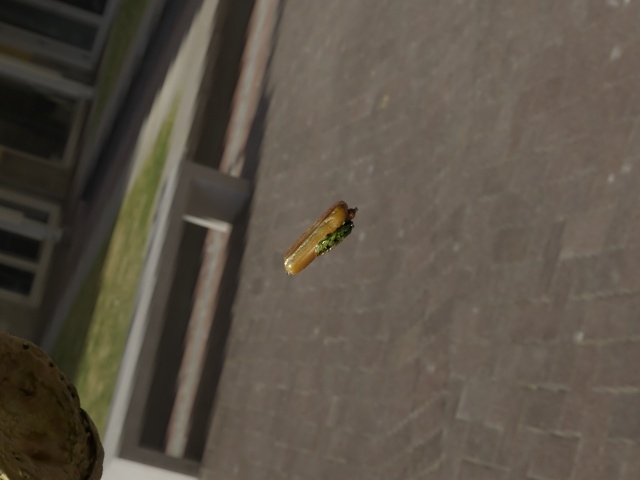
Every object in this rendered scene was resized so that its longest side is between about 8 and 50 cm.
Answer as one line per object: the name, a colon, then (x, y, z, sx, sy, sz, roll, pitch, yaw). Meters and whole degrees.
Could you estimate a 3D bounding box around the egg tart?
egg tart: (-0.418, 0.259, 1.815, 0.118, 0.288, 0.288, -36, 28, 18)

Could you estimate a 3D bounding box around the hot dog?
hot dog: (0.000, 0.000, 1.757, 0.133, 0.041, 0.056, -45, 9, 12)
